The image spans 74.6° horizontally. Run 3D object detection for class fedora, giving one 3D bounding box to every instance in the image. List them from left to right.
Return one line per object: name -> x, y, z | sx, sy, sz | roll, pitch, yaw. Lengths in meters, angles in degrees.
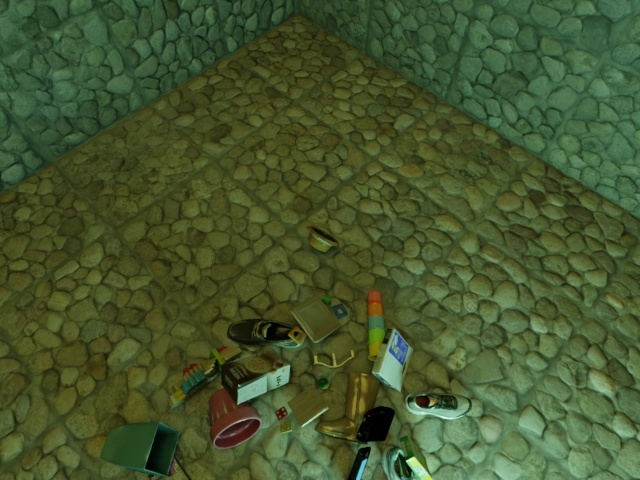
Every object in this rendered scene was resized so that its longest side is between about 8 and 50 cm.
fedora -> 0.000, 0.000, 2.124 | 0.194, 0.194, 0.079 | 33, 103, 18

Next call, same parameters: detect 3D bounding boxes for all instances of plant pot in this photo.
plant pot -> -0.719, 0.815, 1.650 | 0.235, 0.165, 0.165 | -4, 52, 14
plant pot -> -0.364, 0.706, 1.705 | 0.202, 0.201, 0.180 | -27, 48, -13

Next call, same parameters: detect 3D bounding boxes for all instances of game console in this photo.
game console -> 0.181, 0.821, 1.631 | 0.044, 0.213, 0.360 | 16, 79, 36

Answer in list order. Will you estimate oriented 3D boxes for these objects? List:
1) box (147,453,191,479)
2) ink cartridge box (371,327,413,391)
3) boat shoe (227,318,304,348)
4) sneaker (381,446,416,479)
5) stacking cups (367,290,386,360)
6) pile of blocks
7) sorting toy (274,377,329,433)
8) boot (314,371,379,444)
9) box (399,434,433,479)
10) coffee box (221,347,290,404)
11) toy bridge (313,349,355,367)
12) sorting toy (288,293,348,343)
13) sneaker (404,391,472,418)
box -> -0.586, 0.948, 1.654 | 0.116, 0.029, 0.162 | -39, 68, -19
ink cartridge box -> 0.314, 0.515, 1.806 | 0.045, 0.208, 0.206 | -1, 53, 41
boat shoe -> -0.248, 0.404, 1.893 | 0.356, 0.130, 0.132 | 2, 61, 2
sneaker -> 0.312, 0.925, 1.580 | 0.110, 0.122, 0.282 | -6, 60, -23
stacking cups -> 0.262, 0.384, 1.922 | 0.096, 0.096, 0.315 | 2, 58, 2
pile of blocks -> -0.515, 0.554, 1.806 | 0.362, 0.148, 0.112 | -36, 66, -17
sorting toy -> -0.057, 0.700, 1.749 | 0.275, 0.046, 0.132 | -31, 39, -15
boot -> 0.113, 0.686, 1.758 | 0.237, 0.089, 0.269 | 14, 62, -3
box -> 0.370, 0.843, 1.610 | 0.043, 0.179, 0.105 | -33, 21, 10
coffee box -> -0.268, 0.556, 1.744 | 0.247, 0.098, 0.141 | -11, 28, -39
toy bridge -> 0.061, 0.535, 1.873 | 0.189, 0.026, 0.063 | -9, 62, -3
sorting toy -> -0.028, 0.358, 1.906 | 0.348, 0.047, 0.196 | -23, 64, -44
sneaker -> 0.493, 0.678, 1.738 | 0.272, 0.108, 0.100 | 2, 59, 1
